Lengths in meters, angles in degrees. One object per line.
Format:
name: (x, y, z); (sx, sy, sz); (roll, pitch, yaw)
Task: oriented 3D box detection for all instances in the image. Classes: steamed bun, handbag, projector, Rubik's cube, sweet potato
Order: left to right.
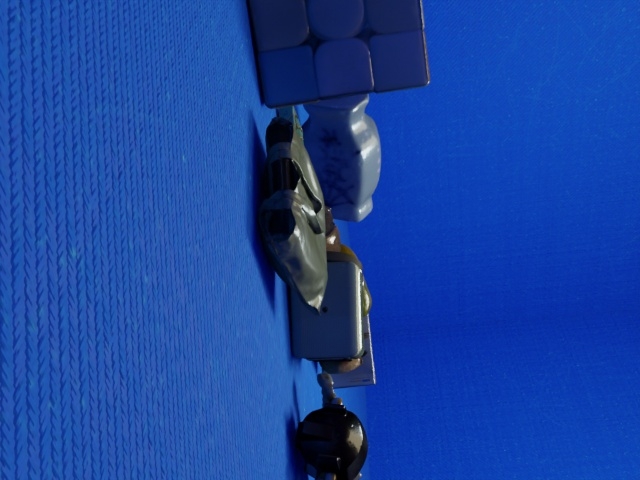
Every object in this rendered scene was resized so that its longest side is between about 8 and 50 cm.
handbag: (-0.052, -0.048, 1.360); (0.253, 0.109, 0.315); (67, 17, -56)
steamed bun: (0.000, 0.000, 1.840); (0.175, 0.106, 0.145); (-93, 174, -50)
projector: (0.019, 0.148, 1.587); (0.177, 0.163, 0.242); (62, 25, -79)
sweet potato: (0.030, 0.224, 1.835); (0.336, 0.131, 0.131); (77, 9, -50)
Rubik's cube: (0.040, -0.490, 1.541); (0.344, 0.347, 0.347); (-77, 161, -72)

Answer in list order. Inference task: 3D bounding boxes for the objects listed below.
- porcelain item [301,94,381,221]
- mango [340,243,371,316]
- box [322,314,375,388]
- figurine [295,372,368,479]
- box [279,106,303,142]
porcelain item: (0.059, -0.251, 2.069); (0.405, 0.243, 0.178); (82, 24, -43)
mango: (0.058, 0.105, 1.939); (0.317, 0.119, 0.176); (-130, -145, -59)
box: (0.076, 0.307, 2.070); (0.067, 0.149, 0.233); (53, 31, -74)
figurine: (0.024, 0.423, 1.463); (0.308, 0.143, 0.308); (163, -90, -80)
box: (-0.064, -0.185, 1.709); (0.162, 0.041, 0.229); (65, 20, -75)
